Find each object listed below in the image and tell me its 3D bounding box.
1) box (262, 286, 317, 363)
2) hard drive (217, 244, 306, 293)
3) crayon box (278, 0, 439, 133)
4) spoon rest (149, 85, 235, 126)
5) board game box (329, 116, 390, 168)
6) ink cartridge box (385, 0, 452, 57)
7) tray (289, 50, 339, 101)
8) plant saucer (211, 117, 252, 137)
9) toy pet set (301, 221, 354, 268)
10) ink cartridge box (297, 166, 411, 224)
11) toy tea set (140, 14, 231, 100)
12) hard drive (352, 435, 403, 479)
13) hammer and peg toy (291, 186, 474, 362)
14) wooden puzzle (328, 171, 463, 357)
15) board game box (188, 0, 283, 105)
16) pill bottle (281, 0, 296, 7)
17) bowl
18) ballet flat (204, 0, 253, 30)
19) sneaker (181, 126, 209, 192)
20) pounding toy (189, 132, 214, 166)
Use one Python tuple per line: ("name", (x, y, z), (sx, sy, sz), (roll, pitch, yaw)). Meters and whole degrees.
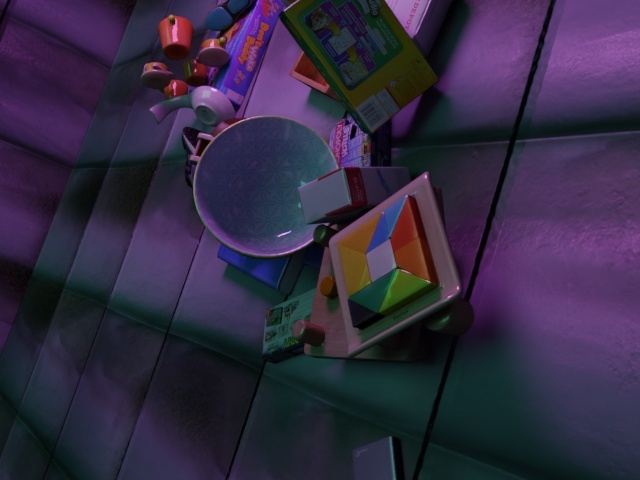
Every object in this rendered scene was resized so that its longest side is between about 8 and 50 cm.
("box", (-0.040, 0.167, 1.421), (0.207, 0.036, 0.114), (-27, 50, 43))
("hard drive", (-0.123, -0.017, 1.638), (0.318, 0.040, 0.210), (21, 88, 56))
("crayon box", (0.072, -0.359, 1.326), (0.165, 0.278, 0.081), (-38, 13, -2))
("spoon rest", (-0.363, -0.385, 2.054), (0.276, 0.137, 0.084), (3, 46, 29))
("board game box", (0.058, -0.180, 1.474), (0.194, 0.060, 0.194), (-25, 52, 43))
("ink cartridge box", (0.144, -0.479, 1.438), (0.212, 0.093, 0.154), (23, 91, 32))
("tray", (0.093, -0.526, 1.621), (0.411, 0.076, 0.203), (-61, 35, 9))
("plant saucer", (-0.163, -0.266, 1.704), (0.198, 0.198, 0.036), (33, 124, 55))
("toy pet set", (0.000, 0.000, 1.441), (0.122, 0.065, 0.114), (8, 77, 55))
("ink cartridge box", (0.068, -0.083, 1.294), (0.127, 0.175, 0.073), (-22, 78, 46))
("toy tea set", (-0.410, -0.524, 2.051), (0.336, 0.199, 0.124), (-33, 55, 46))
("hard drive", (0.093, 0.389, 1.124), (0.094, 0.022, 0.135), (-34, 45, 38))
("hammer and peg toy", (0.121, 0.071, 1.184), (0.361, 0.127, 0.266), (-9, 63, 48))
("wooden puzzle", (0.100, 0.034, 1.086), (0.221, 0.044, 0.239), (-35, 46, 34))
("board game box", (-0.252, -0.578, 2.110), (0.233, 0.078, 0.347), (22, 89, 56))
("pill bottle", (-0.039, -0.643, 1.762), (0.136, 0.136, 0.245), (-64, 10, 3))
("bowl", (-0.103, -0.089, 1.434), (0.156, 0.289, 0.290), (97, -174, -75))
("ballet flat", (-0.255, -0.675, 2.057), (0.213, 0.072, 0.068), (-19, 29, 46))
("sneaker", (-0.358, -0.221, 2.026), (0.124, 0.107, 0.283), (-58, 35, 23))
("pounding toy", (-0.231, -0.245, 1.818), (0.269, 0.154, 0.155), (6, 76, 54))
